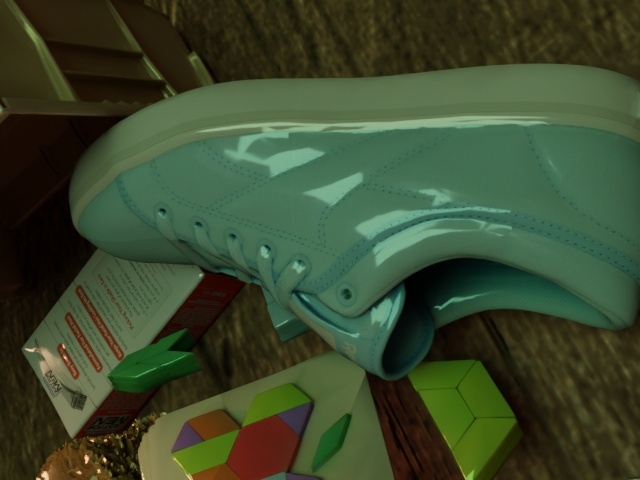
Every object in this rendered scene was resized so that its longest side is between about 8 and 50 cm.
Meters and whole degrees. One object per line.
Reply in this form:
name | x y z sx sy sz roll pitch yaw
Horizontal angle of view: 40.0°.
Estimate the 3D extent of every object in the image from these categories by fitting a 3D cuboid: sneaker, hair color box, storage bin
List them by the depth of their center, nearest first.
sneaker | 0.000 0.000 0.494 0.365 0.135 0.150 -6 63 26
storage bin | -0.236 -0.058 0.623 0.262 0.260 0.123 -36 80 23
hair color box | -0.143 0.057 0.658 0.167 0.053 0.093 -49 61 15

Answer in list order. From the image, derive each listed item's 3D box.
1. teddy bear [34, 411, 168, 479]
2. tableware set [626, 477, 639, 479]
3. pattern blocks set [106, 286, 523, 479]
teddy bear | -0.061 0.240 0.519 0.338 0.113 0.245 7 66 38
tableware set | 0.185 0.182 0.426 0.194 0.039 0.128 -11 76 32
pattern blocks set | -0.029 0.146 0.473 0.285 0.026 0.325 -31 42 -6
